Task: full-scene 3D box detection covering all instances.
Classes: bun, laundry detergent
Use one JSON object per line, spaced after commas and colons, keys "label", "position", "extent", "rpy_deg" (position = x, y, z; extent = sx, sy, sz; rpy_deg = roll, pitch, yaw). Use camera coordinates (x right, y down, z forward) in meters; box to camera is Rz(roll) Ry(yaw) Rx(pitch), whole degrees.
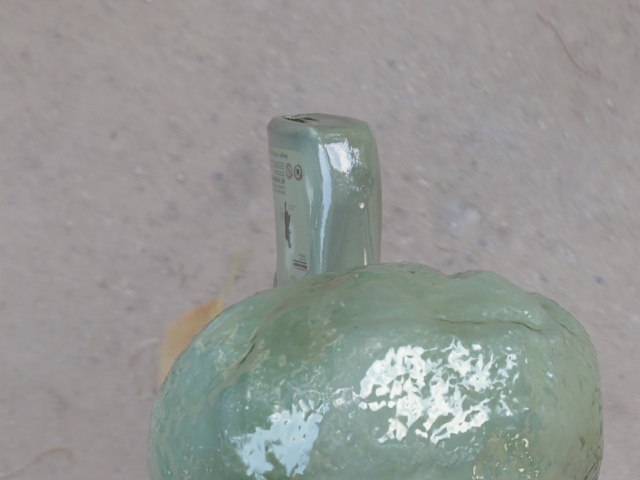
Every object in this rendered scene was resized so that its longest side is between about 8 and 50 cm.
{"label": "bun", "position": [0.021, 0.072, 0.711], "extent": [0.195, 0.195, 0.118], "rpy_deg": [-12, 73, 14]}
{"label": "laundry detergent", "position": [0.000, 0.000, 1.717], "extent": [0.091, 0.181, 0.253], "rpy_deg": [-7, 102, -26]}
